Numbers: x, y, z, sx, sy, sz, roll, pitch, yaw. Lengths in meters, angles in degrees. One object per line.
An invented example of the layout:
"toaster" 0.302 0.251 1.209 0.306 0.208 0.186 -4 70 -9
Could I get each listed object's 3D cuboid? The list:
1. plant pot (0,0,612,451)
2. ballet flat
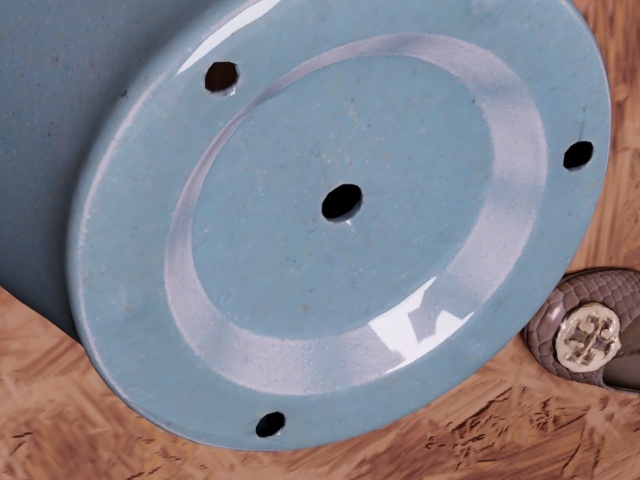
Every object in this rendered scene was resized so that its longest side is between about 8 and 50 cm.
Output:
"plant pot" -0.036 -0.072 0.483 0.271 0.255 0.272 -15 129 -20
"ballet flat" 0.234 0.079 0.882 0.249 0.058 0.084 20 111 -38
